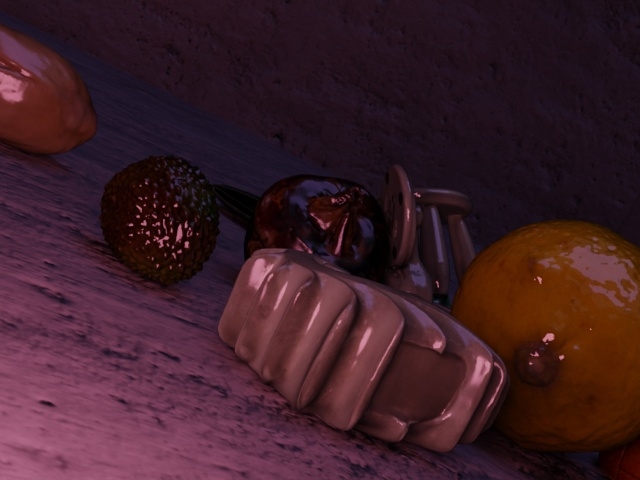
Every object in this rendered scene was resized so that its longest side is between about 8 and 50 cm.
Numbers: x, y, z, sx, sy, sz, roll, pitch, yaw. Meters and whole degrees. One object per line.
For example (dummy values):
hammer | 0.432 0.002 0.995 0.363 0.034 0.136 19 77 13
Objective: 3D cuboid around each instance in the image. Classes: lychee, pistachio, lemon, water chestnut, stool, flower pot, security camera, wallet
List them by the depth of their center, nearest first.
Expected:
flower pot | 0.069 0.133 1.447 0.367 0.165 0.254 21 7 -39
lychee | -0.199 -0.022 1.525 0.171 0.171 0.171 29 8 -5
lemon | 0.353 0.143 1.740 0.349 0.350 0.387 31 18 10
water chestnut | 0.000 0.000 1.780 0.223 0.224 0.238 28 -34 -9
pistachio | -0.466 -0.228 1.800 0.293 0.162 0.181 26 -17 -22
security camera | 0.132 0.030 1.842 0.080 0.302 0.157 -2 22 -10
stool | 0.179 0.022 2.136 0.195 0.199 0.195 -13 -19 32
wallet | -0.097 -0.045 2.309 0.160 0.055 0.236 30 2 27

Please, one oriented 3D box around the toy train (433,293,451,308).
toy train | 0.209 0.104 2.282 0.099 0.081 0.149 22 47 -28

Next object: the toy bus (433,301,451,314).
toy bus | 0.287 0.194 1.983 0.268 0.092 0.106 25 -6 12

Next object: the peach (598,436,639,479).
peach | 0.581 0.340 1.882 0.274 0.245 0.249 22 -24 29
